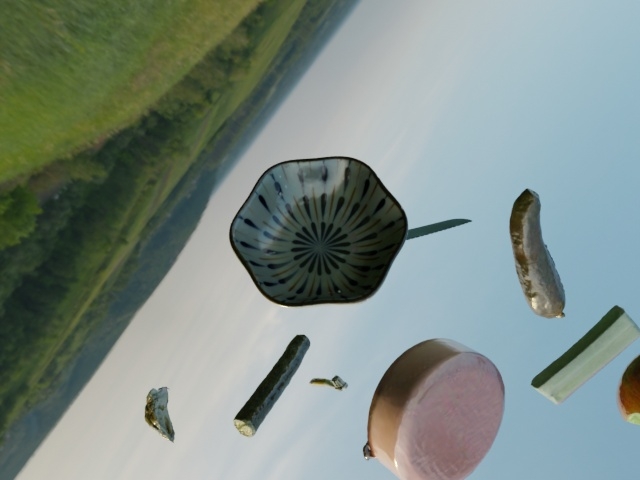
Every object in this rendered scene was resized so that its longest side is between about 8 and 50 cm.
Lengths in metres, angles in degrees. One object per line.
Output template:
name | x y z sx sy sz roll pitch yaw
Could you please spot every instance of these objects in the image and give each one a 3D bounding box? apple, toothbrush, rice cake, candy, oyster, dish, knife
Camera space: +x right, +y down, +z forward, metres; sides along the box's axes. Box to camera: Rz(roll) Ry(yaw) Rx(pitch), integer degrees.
apple | 0.803 0.358 1.412 0.246 0.246 0.226 -51 -147 12
toothbrush | 0.007 0.264 1.181 0.021 0.024 0.288 -40 178 -16
rice cake | 0.502 0.220 1.188 0.222 0.080 0.042 -47 -158 14
candy | 0.187 0.288 1.033 0.255 0.255 0.094 -55 -147 -9
oyster | -0.249 0.272 0.977 0.034 0.093 0.051 -11 177 22
dish | 0.000 0.000 0.690 0.191 0.190 0.066 -57 162 -22
knife | 0.173 -0.011 1.320 0.312 0.019 0.044 -14 -153 -13

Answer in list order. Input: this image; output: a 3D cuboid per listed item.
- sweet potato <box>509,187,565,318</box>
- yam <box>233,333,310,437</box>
sweet potato | 0.379 0.029 1.124 0.075 0.274 0.075 -19 -155 9
yam | -0.103 0.324 1.444 0.061 0.061 0.274 -41 -172 49
